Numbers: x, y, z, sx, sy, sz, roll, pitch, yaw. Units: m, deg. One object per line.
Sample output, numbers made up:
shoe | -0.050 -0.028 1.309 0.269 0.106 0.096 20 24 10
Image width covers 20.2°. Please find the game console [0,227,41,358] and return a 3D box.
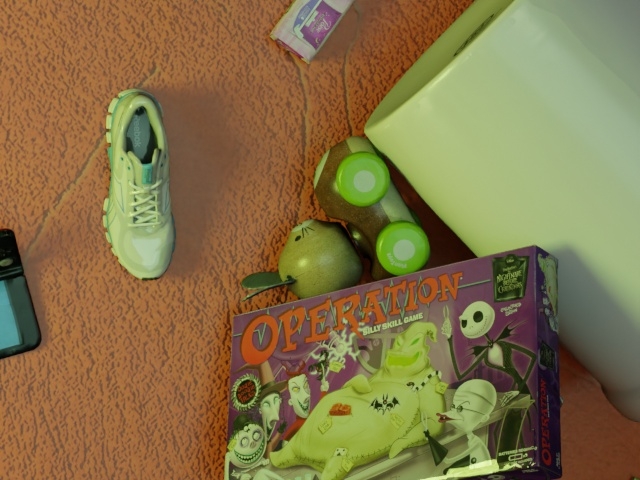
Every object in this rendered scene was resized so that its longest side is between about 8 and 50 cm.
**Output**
game console | -0.350 0.063 1.728 0.144 0.124 0.085 -16 68 -10

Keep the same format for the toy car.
toy car | 0.000 0.000 1.766 0.188 0.155 0.149 -30 97 4

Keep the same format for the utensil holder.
utensil holder | 0.278 -0.074 1.727 0.385 0.327 0.327 44 84 -6

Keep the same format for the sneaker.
sneaker | -0.177 -0.054 1.757 0.071 0.083 0.191 -7 94 -12

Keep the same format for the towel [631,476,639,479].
towel | 0.352 0.293 1.904 0.083 0.009 0.060 31 87 -10

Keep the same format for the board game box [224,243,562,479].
board game box | 0.060 0.139 1.653 0.056 0.346 0.208 34 51 -45

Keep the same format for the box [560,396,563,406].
box | 0.105 0.200 1.774 0.168 0.167 0.203 27 87 -10

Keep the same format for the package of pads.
package of pads | -0.008 -0.224 1.808 0.050 0.032 0.083 36 85 -8
